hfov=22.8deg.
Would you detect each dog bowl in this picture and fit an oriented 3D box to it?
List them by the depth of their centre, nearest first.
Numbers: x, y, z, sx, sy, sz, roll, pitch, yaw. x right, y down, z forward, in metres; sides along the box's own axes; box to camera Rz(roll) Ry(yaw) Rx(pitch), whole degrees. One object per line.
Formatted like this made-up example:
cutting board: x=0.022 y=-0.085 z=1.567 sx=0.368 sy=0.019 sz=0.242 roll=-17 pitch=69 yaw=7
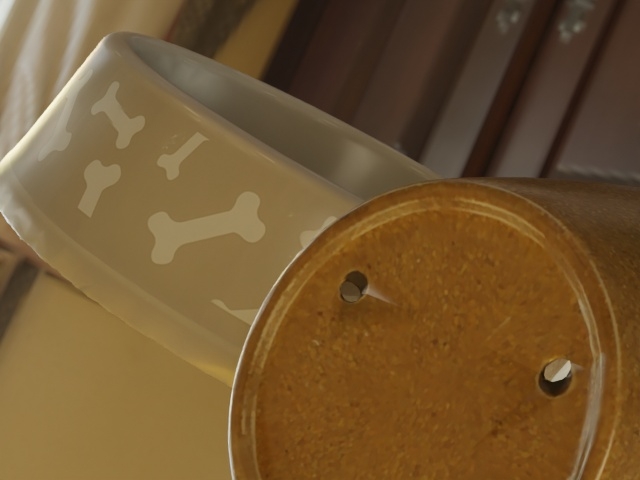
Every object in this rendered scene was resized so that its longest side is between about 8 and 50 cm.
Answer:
dog bowl: x=0.000 y=0.000 z=0.861 sx=0.348 sy=0.102 sz=0.349 roll=27 pitch=-171 yaw=-5

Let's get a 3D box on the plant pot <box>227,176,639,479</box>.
plant pot: x=0.094 y=0.080 z=0.497 sx=0.237 sy=0.237 sz=0.254 roll=17 pitch=173 yaw=38
